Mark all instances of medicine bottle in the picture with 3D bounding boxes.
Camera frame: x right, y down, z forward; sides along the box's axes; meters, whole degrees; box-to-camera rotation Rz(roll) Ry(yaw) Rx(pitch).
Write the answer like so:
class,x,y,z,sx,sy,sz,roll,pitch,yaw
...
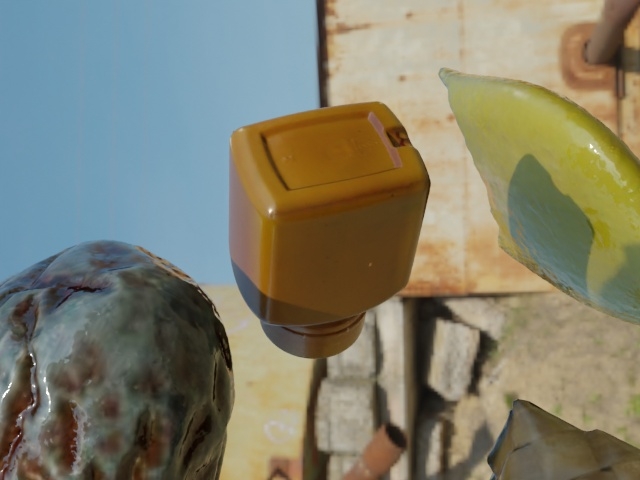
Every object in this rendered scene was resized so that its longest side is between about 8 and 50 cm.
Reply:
class,x,y,z,sx,sy,sz,roll,pitch,yaw
medicine bottle,0.000,-0.001,0.878,0.222,0.149,0.112,97,155,-49

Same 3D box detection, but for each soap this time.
class,x,y,z,sx,sy,sz,roll,pitch,yaw
soap,0.259,-0.050,1.148,0.306,0.115,0.427,63,171,-21

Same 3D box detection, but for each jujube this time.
class,x,y,z,sx,sy,sz,roll,pitch,yaw
jujube,-0.181,0.150,0.819,0.247,0.215,0.308,-103,27,-54

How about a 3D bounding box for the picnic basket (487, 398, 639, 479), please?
class,x,y,z,sx,sy,sz,roll,pitch,yaw
picnic basket,0.204,0.302,0.593,0.293,0.337,0.337,46,-138,-53
